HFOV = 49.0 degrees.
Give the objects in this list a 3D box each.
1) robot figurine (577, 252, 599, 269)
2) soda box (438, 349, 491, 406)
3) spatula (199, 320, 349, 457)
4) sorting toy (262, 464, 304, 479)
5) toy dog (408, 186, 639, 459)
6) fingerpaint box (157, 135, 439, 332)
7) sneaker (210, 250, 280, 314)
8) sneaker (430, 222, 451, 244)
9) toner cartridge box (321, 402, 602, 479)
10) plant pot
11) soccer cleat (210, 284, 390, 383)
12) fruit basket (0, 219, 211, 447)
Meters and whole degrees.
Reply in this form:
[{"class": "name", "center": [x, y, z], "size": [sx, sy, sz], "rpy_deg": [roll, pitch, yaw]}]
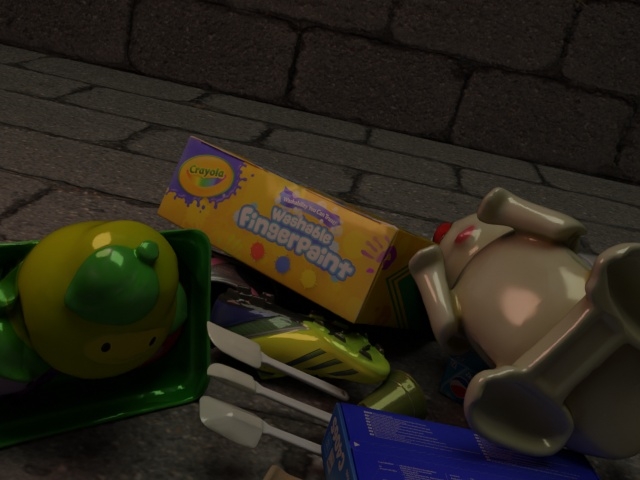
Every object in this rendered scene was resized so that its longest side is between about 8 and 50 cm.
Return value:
[{"class": "robot figurine", "center": [0.511, 0.127, 1.300], "size": [0.353, 0.200, 0.300], "rpy_deg": [6, -17, -14]}, {"class": "soda box", "center": [0.286, 0.208, 1.165], "size": [0.071, 0.067, 0.210], "rpy_deg": [29, 27, 34]}, {"class": "spatula", "center": [-0.049, 0.212, 0.910], "size": [0.242, 0.019, 0.168], "rpy_deg": [31, 26, -26]}, {"class": "sorting toy", "center": [0.009, 0.343, 0.744], "size": [0.208, 0.038, 0.193], "rpy_deg": [21, 23, 10]}, {"class": "toy dog", "center": [0.315, 0.090, 1.008], "size": [0.395, 0.285, 0.408], "rpy_deg": [30, 13, -24]}, {"class": "fingerpaint box", "center": [0.000, 0.000, 1.256], "size": [0.444, 0.163, 0.371], "rpy_deg": [26, 4, 31]}, {"class": "sneaker", "center": [-0.231, 0.068, 1.176], "size": [0.318, 0.112, 0.131], "rpy_deg": [13, 19, 5]}, {"class": "sneaker", "center": [0.316, 0.008, 1.598], "size": [0.107, 0.119, 0.279], "rpy_deg": [12, 22, -1]}, {"class": "toner cartridge box", "center": [0.181, 0.299, 0.829], "size": [0.347, 0.075, 0.165], "rpy_deg": [15, 18, -12]}, {"class": "plant pot", "center": [0.094, 0.238, 0.995], "size": [0.079, 0.083, 0.083], "rpy_deg": [-20, 37, -33]}, {"class": "soccer cleat", "center": [-0.036, 0.162, 1.047], "size": [0.289, 0.121, 0.093], "rpy_deg": [20, 8, 17]}, {"class": "fruit basket", "center": [-0.280, 0.100, 0.836], "size": [0.391, 0.283, 0.392], "rpy_deg": [2, 10, 0]}]
